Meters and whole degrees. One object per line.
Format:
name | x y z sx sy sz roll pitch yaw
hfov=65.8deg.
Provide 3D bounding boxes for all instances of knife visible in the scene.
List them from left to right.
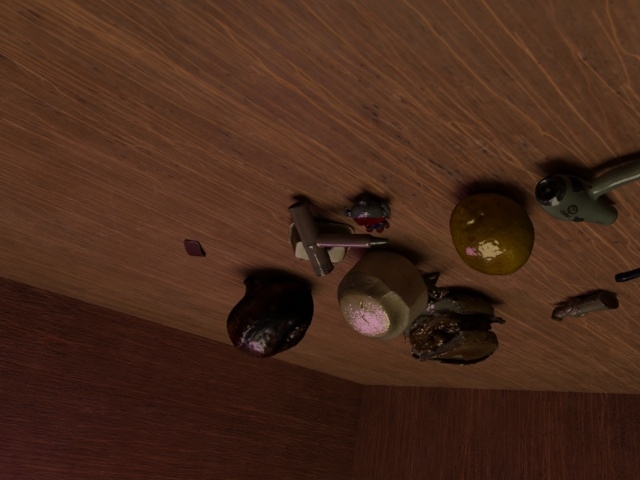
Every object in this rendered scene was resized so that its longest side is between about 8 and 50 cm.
knife | 0.821 0.086 1.290 0.031 0.018 0.121 12 156 -10

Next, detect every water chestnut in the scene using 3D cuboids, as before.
water chestnut | -0.194 0.263 1.854 0.302 0.350 0.350 48 168 20

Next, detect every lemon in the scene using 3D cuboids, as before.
lemon | 0.364 -0.013 1.055 0.170 0.169 0.207 -5 148 32

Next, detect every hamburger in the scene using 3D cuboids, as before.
hamburger | 0.470 0.320 1.719 0.277 0.195 0.318 12 147 -34

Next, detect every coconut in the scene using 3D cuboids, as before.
coconut | 0.188 0.149 1.439 0.238 0.266 0.237 16 122 27

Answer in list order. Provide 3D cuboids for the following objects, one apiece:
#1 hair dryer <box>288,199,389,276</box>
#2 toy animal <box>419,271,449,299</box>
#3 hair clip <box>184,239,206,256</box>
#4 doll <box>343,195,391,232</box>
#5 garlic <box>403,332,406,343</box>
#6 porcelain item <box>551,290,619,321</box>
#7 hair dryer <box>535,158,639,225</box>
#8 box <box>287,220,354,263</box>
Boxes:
hair dryer | 0.046 -0.018 1.196 0.221 0.053 0.195 -11 111 33
toy animal | 0.342 0.136 1.523 0.069 0.086 0.220 -8 -176 -12
hair clip | -0.427 0.035 1.686 0.054 0.022 0.137 6 157 1
doll | 0.119 -0.059 1.187 0.104 0.062 0.194 21 170 21
garlic | 0.300 0.294 1.856 0.091 0.128 0.198 2 153 23
porcelain item | 0.807 0.207 1.534 0.084 0.054 0.213 18 156 -13
hair dryer | 0.561 -0.091 0.921 0.267 0.092 0.229 -18 154 32
box | 0.000 0.000 1.337 0.177 0.111 0.111 7 158 -3
